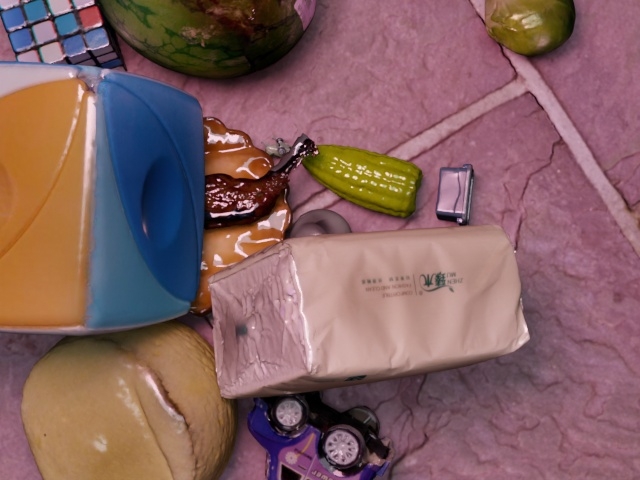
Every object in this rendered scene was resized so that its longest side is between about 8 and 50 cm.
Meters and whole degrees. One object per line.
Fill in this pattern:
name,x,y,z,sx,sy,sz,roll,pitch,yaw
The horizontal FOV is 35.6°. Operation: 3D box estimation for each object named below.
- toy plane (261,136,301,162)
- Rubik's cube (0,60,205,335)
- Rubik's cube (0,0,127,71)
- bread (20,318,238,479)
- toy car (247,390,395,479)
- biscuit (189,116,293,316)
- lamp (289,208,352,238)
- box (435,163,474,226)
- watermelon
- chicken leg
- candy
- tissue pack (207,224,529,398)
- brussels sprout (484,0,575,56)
toy plane,-0.058,-0.147,1.657,0.083,0.033,0.080,8,41,-21
Rubik's cube,-0.378,-0.060,1.392,0.347,0.351,0.352,3,95,17
Rubik's cube,-0.420,-0.340,1.628,0.155,0.154,0.151,-19,82,-3
bread,-0.279,0.264,1.506,0.320,0.237,0.321,-1,88,13
toy car,-0.014,0.317,1.535,0.235,0.172,0.158,30,97,8
biscuit,-0.204,-0.038,1.611,0.325,0.107,0.326,0,81,2
lamp,0.000,0.000,1.607,0.105,0.105,0.105,0,81,-1
box,0.221,-0.075,1.640,0.054,0.074,0.099,5,81,14
watermelon,-0.180,-0.418,1.556,0.363,0.363,0.364,0,81,-1
chicken leg,-0.112,-0.082,1.547,0.253,0.051,0.106,-23,79,-6
candy,0.065,-0.106,1.632,0.209,0.097,0.097,20,82,8
tissue pack,0.064,0.100,1.433,0.380,0.297,0.207,-4,80,-29
brussels sprout,0.349,-0.372,1.663,0.155,0.117,0.155,-5,63,10
